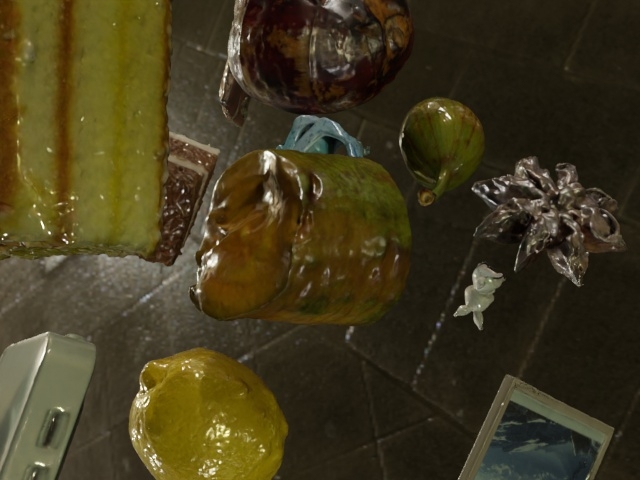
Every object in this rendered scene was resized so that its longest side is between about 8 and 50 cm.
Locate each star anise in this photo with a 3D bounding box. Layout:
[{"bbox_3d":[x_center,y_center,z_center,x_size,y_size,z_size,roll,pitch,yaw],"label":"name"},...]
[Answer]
[{"bbox_3d":[0.458,-0.054,1.768,0.117,0.332,0.331,104,147,-46],"label":"star anise"}]

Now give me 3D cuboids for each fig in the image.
[{"bbox_3d":[0.211,-0.133,1.472,0.151,0.151,0.259,-49,22,26],"label":"fig"}]

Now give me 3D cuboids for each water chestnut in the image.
[{"bbox_3d":[-0.009,-0.302,1.298,0.244,0.289,0.289,128,136,-55],"label":"water chestnut"}]

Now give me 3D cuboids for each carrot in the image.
[{"bbox_3d":[0.000,0.000,1.209,0.241,0.341,0.241,-3,86,47],"label":"carrot"}]

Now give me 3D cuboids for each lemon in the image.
[{"bbox_3d":[-0.179,0.297,1.408,0.233,0.288,0.233,-36,17,12],"label":"lemon"}]

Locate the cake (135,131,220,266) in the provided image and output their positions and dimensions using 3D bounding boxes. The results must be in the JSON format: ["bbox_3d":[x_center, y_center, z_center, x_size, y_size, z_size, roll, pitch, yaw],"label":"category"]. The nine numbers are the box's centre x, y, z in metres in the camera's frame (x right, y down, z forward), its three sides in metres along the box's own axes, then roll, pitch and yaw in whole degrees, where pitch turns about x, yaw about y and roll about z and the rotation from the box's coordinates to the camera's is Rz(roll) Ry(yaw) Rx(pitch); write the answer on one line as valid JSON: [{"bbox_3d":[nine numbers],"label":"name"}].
[{"bbox_3d":[-0.214,-0.066,1.128,0.147,0.135,0.135,-84,16,-60],"label":"cake"}]

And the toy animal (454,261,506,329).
[{"bbox_3d":[0.352,0.119,1.940,0.071,0.085,0.124,24,117,9],"label":"toy animal"}]

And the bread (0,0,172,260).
[{"bbox_3d":[-0.184,-0.082,0.471,0.234,0.111,0.184,-4,82,43],"label":"bread"}]

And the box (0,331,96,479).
[{"bbox_3d":[-0.421,0.311,1.183,0.367,0.090,0.373,-17,52,59],"label":"box"}]

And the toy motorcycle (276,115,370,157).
[{"bbox_3d":[-0.009,-0.092,1.562,0.206,0.154,0.260,-18,58,32],"label":"toy motorcycle"}]

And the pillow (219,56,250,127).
[{"bbox_3d":[-0.152,-0.284,1.631,0.232,0.043,0.126,69,-148,-87],"label":"pillow"}]

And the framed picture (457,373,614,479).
[{"bbox_3d":[0.386,0.401,1.576,0.022,0.335,0.247,19,81,54],"label":"framed picture"}]
